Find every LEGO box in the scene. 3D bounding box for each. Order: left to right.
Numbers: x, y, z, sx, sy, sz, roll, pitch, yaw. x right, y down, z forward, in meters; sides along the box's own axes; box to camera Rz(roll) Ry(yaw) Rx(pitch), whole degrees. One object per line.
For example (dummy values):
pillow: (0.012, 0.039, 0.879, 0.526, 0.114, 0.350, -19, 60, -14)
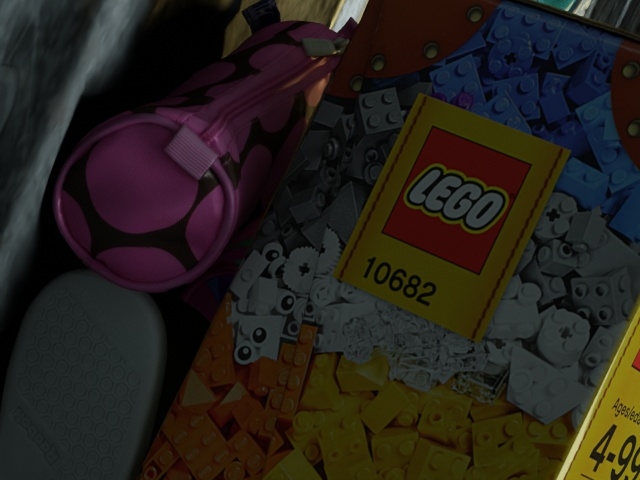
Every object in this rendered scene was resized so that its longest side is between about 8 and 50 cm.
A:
LEGO box: (0.132, 0.131, 1.007, 0.500, 0.193, 0.372, 30, 85, -59)

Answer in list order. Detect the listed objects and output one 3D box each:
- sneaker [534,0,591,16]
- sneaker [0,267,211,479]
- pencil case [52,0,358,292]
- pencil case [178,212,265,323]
sneaker: (0.134, -0.183, 1.415, 0.275, 0.107, 0.110, -60, 159, -23)
sneaker: (-0.122, 0.154, 0.953, 0.296, 0.104, 0.147, -70, 163, 7)
pencil case: (-0.044, -0.050, 0.910, 0.098, 0.095, 0.209, -32, -173, 28)
pencil case: (0.000, 0.000, 1.199, 0.236, 0.104, 0.104, -52, 164, -48)
